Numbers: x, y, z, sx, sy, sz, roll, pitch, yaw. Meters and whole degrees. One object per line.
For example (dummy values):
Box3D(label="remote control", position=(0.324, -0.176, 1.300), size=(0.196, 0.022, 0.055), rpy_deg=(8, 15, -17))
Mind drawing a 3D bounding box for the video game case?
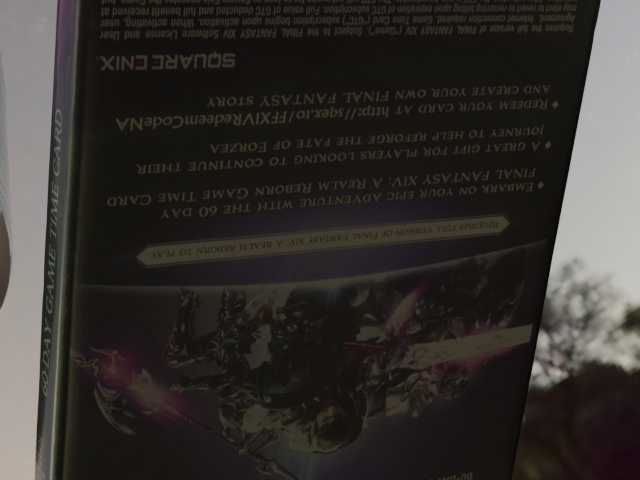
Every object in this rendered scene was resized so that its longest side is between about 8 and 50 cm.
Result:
Box3D(label="video game case", position=(0.000, 0.000, 0.520), size=(0.196, 0.026, 0.274), rpy_deg=(-5, -65, -28))

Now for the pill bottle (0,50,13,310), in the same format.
Box3D(label="pill bottle", position=(-0.235, -0.022, 0.733), size=(0.162, 0.278, 0.162), rpy_deg=(-6, -52, -8))
